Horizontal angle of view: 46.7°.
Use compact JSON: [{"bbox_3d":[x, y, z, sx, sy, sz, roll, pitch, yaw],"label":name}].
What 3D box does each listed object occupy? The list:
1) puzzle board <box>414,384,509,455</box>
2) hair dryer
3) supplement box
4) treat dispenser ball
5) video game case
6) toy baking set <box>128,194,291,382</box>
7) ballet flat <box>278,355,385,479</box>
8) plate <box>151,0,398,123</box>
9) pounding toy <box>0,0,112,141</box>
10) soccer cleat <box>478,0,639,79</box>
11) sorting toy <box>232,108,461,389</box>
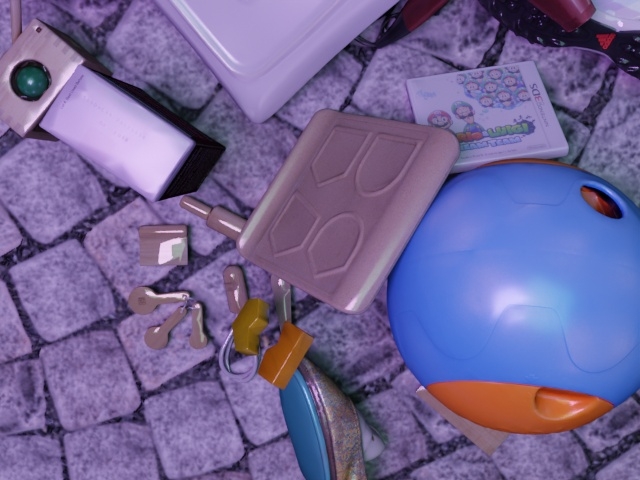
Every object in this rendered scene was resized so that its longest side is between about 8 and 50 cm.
[{"bbox_3d":[0.197,0.196,0.934,0.128,0.011,0.096,41,93,-4],"label":"puzzle board"},{"bbox_3d":[0.157,-0.299,0.803,0.294,0.223,0.080,22,51,17],"label":"hair dryer"},{"bbox_3d":[-0.186,-0.109,0.789,0.130,0.239,0.073,34,96,-3],"label":"supplement box"},{"bbox_3d":[0.214,0.057,0.782,0.288,0.288,0.288,0,95,0],"label":"treat dispenser ball"},{"bbox_3d":[0.188,-0.144,0.857,0.157,0.019,0.143,-9,56,1],"label":"video game case"},{"bbox_3d":[-0.116,0.066,0.914,0.256,0.030,0.196,23,97,-2],"label":"toy baking set"},{"bbox_3d":[0.032,0.293,0.899,0.123,0.123,0.348,-10,96,1],"label":"ballet flat"},{"bbox_3d":[-0.071,-0.305,0.789,0.278,0.045,0.277,-37,96,27],"label":"plate"},{"bbox_3d":[-0.318,-0.194,0.830,0.100,0.141,0.130,40,94,-3],"label":"pounding toy"},{"bbox_3d":[0.323,-0.280,0.858,0.318,0.108,0.116,24,66,5],"label":"soccer cleat"},{"bbox_3d":[0.000,0.000,0.810,0.041,0.229,0.307,36,82,-39],"label":"sorting toy"}]
